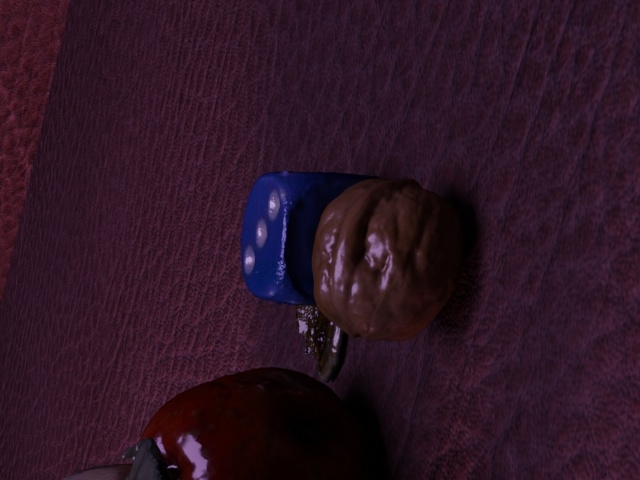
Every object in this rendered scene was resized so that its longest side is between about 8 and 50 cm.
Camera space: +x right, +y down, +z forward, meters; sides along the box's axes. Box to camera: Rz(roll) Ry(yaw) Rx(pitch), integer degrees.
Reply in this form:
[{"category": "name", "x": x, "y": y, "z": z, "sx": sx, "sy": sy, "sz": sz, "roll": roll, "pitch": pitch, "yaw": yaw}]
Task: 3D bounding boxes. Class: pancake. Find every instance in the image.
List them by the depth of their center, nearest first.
[{"category": "pancake", "x": 0.003, "y": 0.095, "z": 2.020, "sx": 0.129, "sy": 0.023, "sz": 0.116, "roll": -128, "pitch": 45, "yaw": -55}]

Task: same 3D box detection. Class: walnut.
[{"category": "walnut", "x": 0.066, "y": 0.019, "z": 1.689, "sx": 0.166, "sy": 0.149, "sz": 0.166, "roll": -15, "pitch": 65, "yaw": 34}]

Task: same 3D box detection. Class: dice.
[{"category": "dice", "x": 0.000, "y": 0.000, "z": 1.867, "sx": 0.146, "sy": 0.143, "sz": 0.146, "roll": -179, "pitch": 94, "yaw": -67}]

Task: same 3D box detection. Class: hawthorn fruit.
[{"category": "hawthorn fruit", "x": -0.076, "y": 0.260, "z": 1.873, "sx": 0.258, "sy": 0.262, "sz": 0.258, "roll": 175, "pitch": 90, "yaw": -83}]

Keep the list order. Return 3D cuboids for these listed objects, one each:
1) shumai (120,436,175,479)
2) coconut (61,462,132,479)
[{"category": "shumai", "x": -0.200, "y": 0.323, "z": 1.657, "sx": 0.330, "sy": 0.292, "sz": 0.288, "roll": 22, "pitch": 120, "yaw": 45}, {"category": "coconut", "x": -0.195, "y": 0.452, "z": 2.049, "sx": 0.346, "sy": 0.360, "sz": 0.346, "roll": -58, "pitch": -13, "yaw": -22}]
